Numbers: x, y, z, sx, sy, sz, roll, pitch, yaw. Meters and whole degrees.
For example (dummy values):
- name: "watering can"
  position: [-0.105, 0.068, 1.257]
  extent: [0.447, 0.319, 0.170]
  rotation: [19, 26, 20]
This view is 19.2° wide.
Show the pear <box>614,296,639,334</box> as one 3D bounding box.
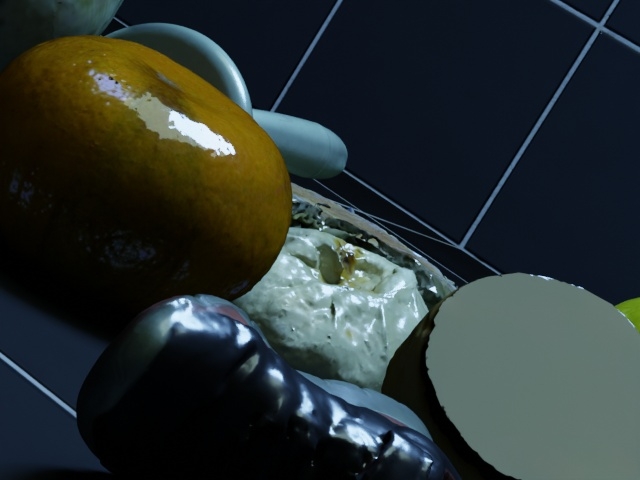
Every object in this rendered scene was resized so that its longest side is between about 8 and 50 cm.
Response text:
- name: "pear"
  position: [0.338, 0.184, 1.591]
  extent: [0.307, 0.253, 0.253]
  rotation: [46, 9, 11]

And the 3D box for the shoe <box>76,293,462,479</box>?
- name: "shoe"
  position: [-0.010, 0.128, 0.999]
  extent: [0.291, 0.114, 0.137]
  rotation: [30, 11, -44]

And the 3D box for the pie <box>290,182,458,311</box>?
- name: "pie"
  position: [0.000, 0.000, 1.865]
  extent: [0.337, 0.075, 0.337]
  rotation: [28, 3, -2]

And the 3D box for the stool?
- name: "stool"
  position: [-0.110, -0.069, 1.614]
  extent: [0.195, 0.195, 0.199]
  rotation: [35, 6, 26]

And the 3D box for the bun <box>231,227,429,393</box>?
- name: "bun"
  position: [0.010, 0.058, 1.514]
  extent: [0.222, 0.127, 0.222]
  rotation: [34, 6, -4]

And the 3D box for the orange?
- name: "orange"
  position: [-0.139, -0.041, 1.368]
  extent: [0.240, 0.171, 0.240]
  rotation: [30, 14, -8]

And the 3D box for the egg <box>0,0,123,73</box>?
- name: "egg"
  position: [-0.340, -0.303, 1.613]
  extent: [0.428, 0.345, 0.345]
  rotation: [35, 7, 34]

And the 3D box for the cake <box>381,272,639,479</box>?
- name: "cake"
  position: [0.135, 0.144, 1.379]
  extent: [0.185, 0.178, 0.207]
  rotation: [-20, 59, -30]

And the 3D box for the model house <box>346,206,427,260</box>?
- name: "model house"
  position: [0.033, 0.018, 2.102]
  extent: [0.167, 0.088, 0.117]
  rotation: [32, 6, -1]
